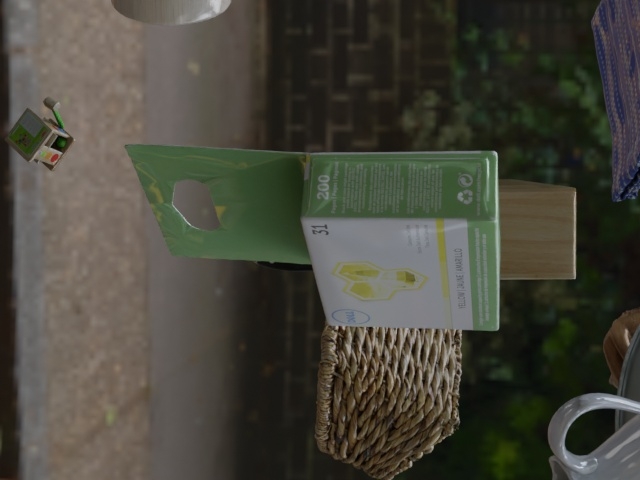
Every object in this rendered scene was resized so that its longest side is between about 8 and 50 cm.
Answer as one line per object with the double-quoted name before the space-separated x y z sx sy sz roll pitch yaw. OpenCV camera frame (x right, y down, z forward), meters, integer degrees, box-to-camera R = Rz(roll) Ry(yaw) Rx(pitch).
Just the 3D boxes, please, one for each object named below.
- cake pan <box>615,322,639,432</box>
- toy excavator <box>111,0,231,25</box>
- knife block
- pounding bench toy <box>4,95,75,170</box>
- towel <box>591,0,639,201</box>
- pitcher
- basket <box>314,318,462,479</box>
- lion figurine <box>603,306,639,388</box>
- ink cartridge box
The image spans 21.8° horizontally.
"cake pan" 0.438 0.203 1.907 0.293 0.054 0.293 1 89 -47
"toy excavator" -0.273 -0.412 1.899 0.433 0.445 0.222 -67 164 -52
"knife block" 0.081 -0.008 1.630 0.242 0.276 0.088 -10 103 -36
"pounding bench toy" -0.349 -0.140 2.139 0.083 0.052 0.065 -53 155 7
"towel" 0.334 -0.210 1.753 0.336 0.040 0.243 97 -11 -68
"pitcher" 0.297 0.187 1.457 0.125 0.207 0.177 -122 -163 -53
"basket" 0.049 0.149 2.275 0.213 0.223 0.299 -42 -150 40
"lion figurine" 0.433 0.158 2.112 0.240 0.142 0.392 59 7 22
"ink cartridge box" 0.000 0.000 1.090 0.171 0.235 0.056 77 15 -63
